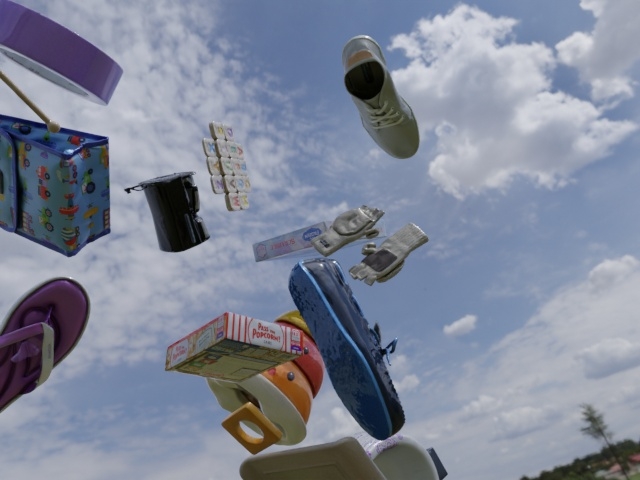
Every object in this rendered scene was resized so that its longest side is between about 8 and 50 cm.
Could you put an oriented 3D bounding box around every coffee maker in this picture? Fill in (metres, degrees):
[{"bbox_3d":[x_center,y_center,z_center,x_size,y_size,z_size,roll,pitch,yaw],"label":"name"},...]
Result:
[{"bbox_3d":[-0.366,-0.063,1.249,0.171,0.120,0.178,-17,-74,-22],"label":"coffee maker"}]

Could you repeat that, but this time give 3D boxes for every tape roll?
[{"bbox_3d":[-0.579,-0.400,1.122,0.274,0.274,0.090,28,-96,-49],"label":"tape roll"}]

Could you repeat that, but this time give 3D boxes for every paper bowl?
[{"bbox_3d":[0.101,0.525,1.019,0.284,0.285,0.148,14,-19,-41],"label":"paper bowl"}]

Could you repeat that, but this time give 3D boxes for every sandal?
[{"bbox_3d":[-0.669,0.269,1.155,0.169,0.102,0.416,43,-100,-30],"label":"sandal"}]

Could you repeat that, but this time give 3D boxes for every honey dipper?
[{"bbox_3d":[-0.455,-0.225,0.774,0.030,0.030,0.161,-34,-70,23],"label":"honey dipper"}]

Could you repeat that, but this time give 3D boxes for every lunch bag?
[{"bbox_3d":[-0.593,-0.127,1.054,0.293,0.138,0.221,17,-62,10],"label":"lunch bag"}]

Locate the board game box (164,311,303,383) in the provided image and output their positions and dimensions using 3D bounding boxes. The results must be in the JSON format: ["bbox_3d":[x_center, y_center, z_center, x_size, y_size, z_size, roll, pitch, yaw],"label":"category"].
[{"bbox_3d":[-0.144,0.183,0.850,0.146,0.045,0.193,22,-39,-35],"label":"board game box"}]

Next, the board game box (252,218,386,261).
[{"bbox_3d":[0.000,0.000,1.697,0.317,0.066,0.318,-17,-8,40],"label":"board game box"}]

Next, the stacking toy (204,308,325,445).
[{"bbox_3d":[-0.081,0.319,1.544,0.480,0.350,0.351,-49,-15,-35],"label":"stacking toy"}]

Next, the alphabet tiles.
[{"bbox_3d":[-0.290,-0.234,1.652,0.021,0.284,0.278,-12,2,16],"label":"alphabet tiles"}]

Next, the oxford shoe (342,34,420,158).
[{"bbox_3d":[0.187,-0.411,1.606,0.169,0.130,0.449,-17,-47,20],"label":"oxford shoe"}]

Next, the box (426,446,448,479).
[{"bbox_3d":[0.268,0.716,1.556,0.156,0.093,0.158,-14,-22,-46],"label":"box"}]

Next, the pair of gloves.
[{"bbox_3d":[0.118,0.007,1.269,0.204,0.240,0.042,-41,-41,-19],"label":"pair of gloves"}]

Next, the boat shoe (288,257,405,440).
[{"bbox_3d":[0.052,0.129,0.693,0.089,0.258,0.109,-15,-16,-38],"label":"boat shoe"}]

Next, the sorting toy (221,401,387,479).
[{"bbox_3d":[0.012,0.334,0.688,0.196,0.047,0.348,-27,-76,31],"label":"sorting toy"}]
